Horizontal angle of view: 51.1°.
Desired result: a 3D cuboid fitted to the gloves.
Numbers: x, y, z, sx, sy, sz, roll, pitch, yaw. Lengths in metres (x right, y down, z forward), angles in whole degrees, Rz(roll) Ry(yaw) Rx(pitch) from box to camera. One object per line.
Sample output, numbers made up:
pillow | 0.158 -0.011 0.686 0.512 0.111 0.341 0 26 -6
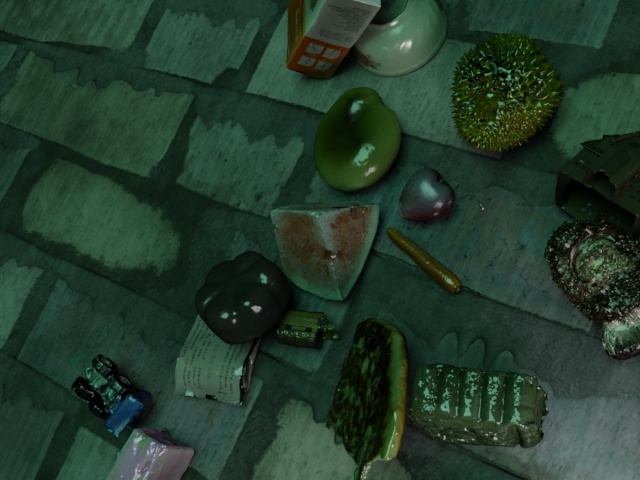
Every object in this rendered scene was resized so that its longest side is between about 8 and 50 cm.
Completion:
gloves | 0.595 0.089 1.377 0.210 0.135 0.313 -32 82 32

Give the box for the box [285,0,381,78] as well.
box | 0.024 -0.621 1.782 0.143 0.341 0.225 8 68 -19

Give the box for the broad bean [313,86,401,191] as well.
broad bean | 0.095 -0.264 1.735 0.237 0.119 0.291 3 73 24

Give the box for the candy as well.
candy | -0.437 0.592 1.622 0.115 0.155 0.265 26 83 26

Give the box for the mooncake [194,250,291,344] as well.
mooncake | -0.193 0.139 1.657 0.244 0.133 0.245 -19 40 16

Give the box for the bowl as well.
bowl | 0.194 -0.597 1.808 0.276 0.145 0.277 -9 69 23

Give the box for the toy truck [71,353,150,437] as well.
toy truck | -0.538 0.407 1.752 0.208 0.126 0.113 40 89 26

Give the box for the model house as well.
model house | 0.661 -0.154 1.424 0.243 0.204 0.211 -41 59 -15

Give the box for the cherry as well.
cherry | 0.270 -0.083 1.599 0.148 0.115 0.188 -30 66 -12

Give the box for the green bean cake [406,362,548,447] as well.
green bean cake | 0.321 0.338 1.343 0.254 0.241 0.132 3 64 21

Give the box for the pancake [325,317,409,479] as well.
pancake | 0.109 0.331 1.412 0.066 0.427 0.305 21 96 -13

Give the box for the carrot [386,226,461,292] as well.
carrot | 0.243 0.043 1.604 0.043 0.043 0.248 -48 58 0

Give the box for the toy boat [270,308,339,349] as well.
toy boat | -0.066 0.216 1.646 0.225 0.068 0.088 4 53 22

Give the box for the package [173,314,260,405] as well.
package | -0.258 0.284 1.715 0.203 0.062 0.251 5 67 21

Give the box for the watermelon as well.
watermelon | 0.000 0.000 1.632 0.212 0.201 0.262 9 78 35

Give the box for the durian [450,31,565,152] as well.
durian | 0.432 -0.353 1.563 0.291 0.224 0.291 -5 75 20
